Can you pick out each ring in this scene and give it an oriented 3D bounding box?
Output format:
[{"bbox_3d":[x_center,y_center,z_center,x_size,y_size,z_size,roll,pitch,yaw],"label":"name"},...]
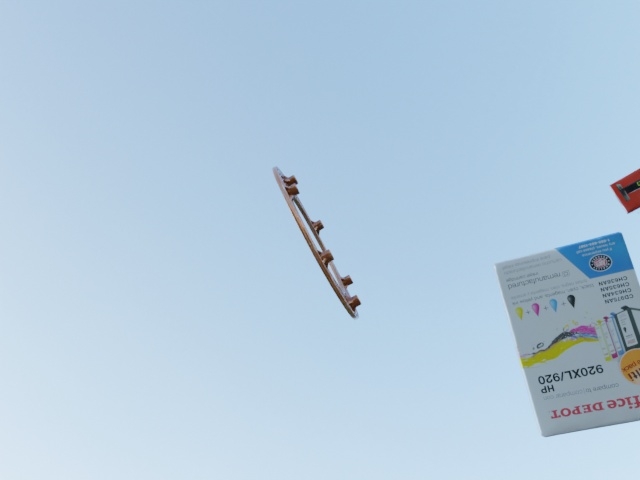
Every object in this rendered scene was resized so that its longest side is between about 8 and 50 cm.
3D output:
[{"bbox_3d":[0.000,0.000,1.158,0.032,0.336,0.336,-29,-54,2],"label":"ring"}]

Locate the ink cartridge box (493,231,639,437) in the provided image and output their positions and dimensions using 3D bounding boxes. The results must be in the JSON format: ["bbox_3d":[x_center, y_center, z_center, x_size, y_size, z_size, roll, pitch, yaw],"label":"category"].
[{"bbox_3d":[0.355,0.134,0.823,0.171,0.232,0.168,-16,-16,16],"label":"ink cartridge box"}]

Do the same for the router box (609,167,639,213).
[{"bbox_3d":[0.883,-0.175,1.451,0.301,0.082,0.335,-35,-16,29],"label":"router box"}]
